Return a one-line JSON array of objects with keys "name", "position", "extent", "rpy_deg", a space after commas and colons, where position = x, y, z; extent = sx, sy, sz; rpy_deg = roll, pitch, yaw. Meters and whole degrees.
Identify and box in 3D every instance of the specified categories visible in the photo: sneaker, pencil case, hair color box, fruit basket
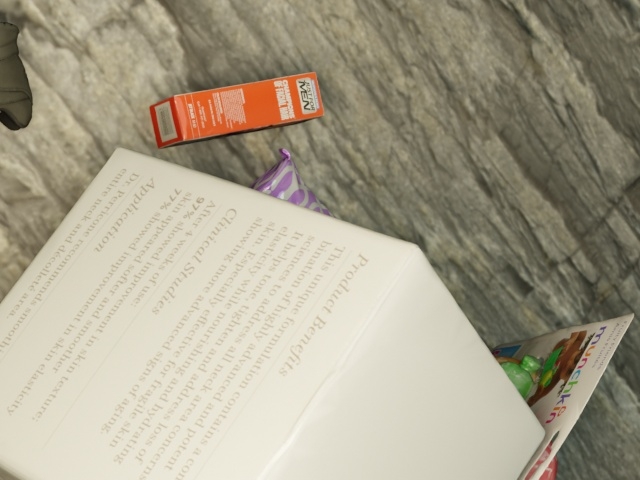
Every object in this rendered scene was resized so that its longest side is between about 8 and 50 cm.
[{"name": "sneaker", "position": [-0.415, -0.122, 1.421], "extent": [0.286, 0.109, 0.130], "rpy_deg": [-23, 102, -21]}, {"name": "pencil case", "position": [0.000, 0.000, 1.600], "extent": [0.088, 0.086, 0.206], "rpy_deg": [-46, 105, -6]}, {"name": "hair color box", "position": [-0.092, -0.142, 1.566], "extent": [0.167, 0.093, 0.053], "rpy_deg": [-14, 93, -23]}, {"name": "fruit basket", "position": [0.164, 0.219, 1.517], "extent": [0.165, 0.353, 0.327], "rpy_deg": [35, 74, -3]}]

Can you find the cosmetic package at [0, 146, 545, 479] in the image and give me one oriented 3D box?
[{"name": "cosmetic package", "position": [-0.076, 0.168, 1.333], "extent": [0.329, 0.393, 0.327], "rpy_deg": [-54, 137, -17]}]
